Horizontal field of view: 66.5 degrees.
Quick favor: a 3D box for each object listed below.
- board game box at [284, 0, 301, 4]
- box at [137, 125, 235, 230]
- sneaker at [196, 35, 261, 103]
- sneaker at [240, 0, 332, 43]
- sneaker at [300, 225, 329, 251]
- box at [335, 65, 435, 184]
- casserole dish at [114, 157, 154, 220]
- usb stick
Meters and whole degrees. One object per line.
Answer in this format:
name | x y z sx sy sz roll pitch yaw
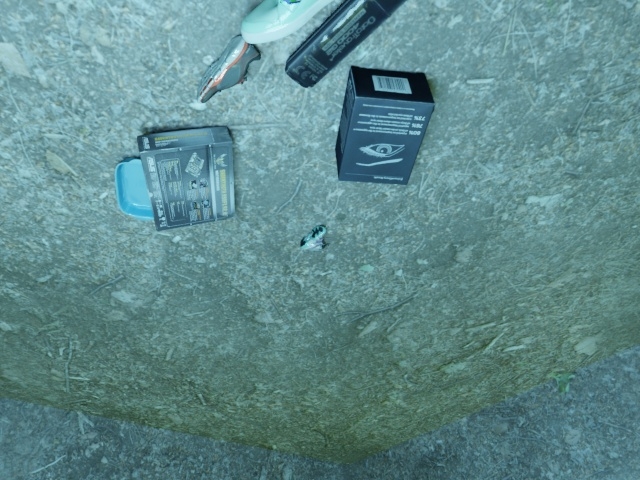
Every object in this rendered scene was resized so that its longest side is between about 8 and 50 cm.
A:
board game box | -0.089 -0.442 0.668 0.201 0.035 0.136 38 131 7
box | -0.281 -0.130 1.054 0.183 0.056 0.231 -12 142 -17
sneaker | -0.169 -0.299 0.900 0.065 0.061 0.158 26 132 -38
sneaker | -0.043 -0.420 0.738 0.255 0.094 0.151 -29 140 13
sneaker | 0.000 0.000 1.278 0.069 0.038 0.098 24 142 -30
box | 0.118 -0.221 0.972 0.153 0.108 0.207 3 139 -8
casserole dish | -0.400 -0.120 1.106 0.114 0.037 0.188 7 139 -12
usb stick | 0.051 -0.371 0.842 0.278 0.045 0.077 -35 138 31
